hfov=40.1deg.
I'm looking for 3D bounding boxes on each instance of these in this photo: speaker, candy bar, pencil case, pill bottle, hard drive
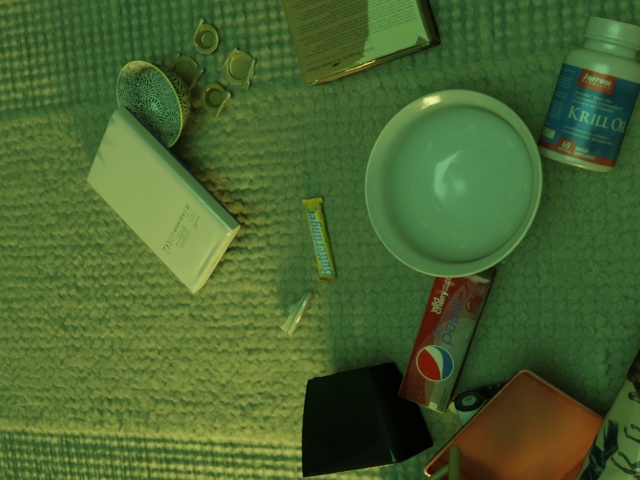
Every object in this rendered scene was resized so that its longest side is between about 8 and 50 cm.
[{"bbox_3d":[0.274,0.329,1.518,0.055,0.055,0.136,-10,118,23],"label":"speaker"},{"bbox_3d":[0.000,0.000,1.619,0.040,0.018,0.162,-10,94,23],"label":"candy bar"},{"bbox_3d":[0.522,0.322,1.359,0.183,0.160,0.411,17,102,-21],"label":"pencil case"},{"bbox_3d":[0.425,-0.226,1.357,0.124,0.124,0.222,18,105,18],"label":"pill bottle"},{"bbox_3d":[-0.306,-0.074,1.678,0.319,0.040,0.210,45,134,9],"label":"hard drive"}]

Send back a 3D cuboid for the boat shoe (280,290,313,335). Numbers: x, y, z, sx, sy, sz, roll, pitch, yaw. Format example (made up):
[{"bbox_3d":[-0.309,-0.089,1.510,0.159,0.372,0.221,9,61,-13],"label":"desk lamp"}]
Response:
[{"bbox_3d":[-0.047,0.131,1.651,0.035,0.035,0.100,32,115,11],"label":"boat shoe"}]

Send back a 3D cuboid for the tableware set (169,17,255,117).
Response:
[{"bbox_3d":[-0.208,-0.321,1.647,0.168,0.020,0.141,40,110,12],"label":"tableware set"}]

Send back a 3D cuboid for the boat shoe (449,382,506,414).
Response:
[{"bbox_3d":[0.289,0.281,1.540,0.133,0.042,0.049,-19,116,34],"label":"boat shoe"}]

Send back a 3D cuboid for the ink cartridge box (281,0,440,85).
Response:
[{"bbox_3d":[0.064,-0.389,1.492,0.234,0.088,0.193,-14,95,22],"label":"ink cartridge box"}]

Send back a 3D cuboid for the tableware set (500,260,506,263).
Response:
[{"bbox_3d":[0.282,-0.038,1.498,0.104,0.024,0.154,15,104,19],"label":"tableware set"}]

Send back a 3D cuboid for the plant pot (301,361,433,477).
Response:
[{"bbox_3d":[0.073,0.312,1.563,0.187,0.188,0.167,-15,80,23],"label":"plant pot"}]

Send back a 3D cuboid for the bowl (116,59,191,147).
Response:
[{"bbox_3d":[-0.296,-0.265,1.647,0.170,0.080,0.170,19,125,30],"label":"bowl"}]

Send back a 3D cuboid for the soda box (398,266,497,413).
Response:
[{"bbox_3d":[0.218,0.158,1.512,0.092,0.083,0.263,21,110,15],"label":"soda box"}]

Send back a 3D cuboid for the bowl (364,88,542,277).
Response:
[{"bbox_3d":[0.231,-0.091,1.431,0.297,0.134,0.298,1,91,28],"label":"bowl"}]

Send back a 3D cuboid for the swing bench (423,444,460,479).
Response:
[{"bbox_3d":[0.255,0.510,1.380,0.165,0.255,0.253,-40,112,13],"label":"swing bench"}]

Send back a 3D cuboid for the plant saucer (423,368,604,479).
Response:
[{"bbox_3d":[0.346,0.348,1.474,0.259,0.048,0.258,32,112,-17],"label":"plant saucer"}]
